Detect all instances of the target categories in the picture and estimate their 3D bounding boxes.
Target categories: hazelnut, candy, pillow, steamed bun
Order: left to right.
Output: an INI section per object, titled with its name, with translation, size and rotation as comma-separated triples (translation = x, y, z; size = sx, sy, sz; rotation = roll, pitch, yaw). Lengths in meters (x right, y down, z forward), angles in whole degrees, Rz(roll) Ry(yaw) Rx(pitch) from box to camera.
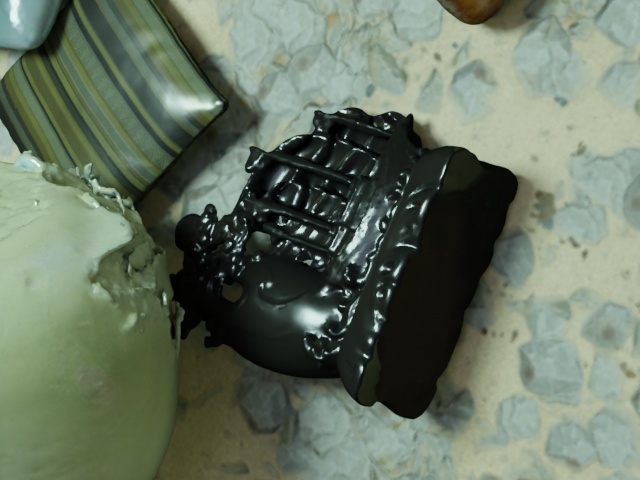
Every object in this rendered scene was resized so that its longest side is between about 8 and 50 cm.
[candy]
translation = -0.300, -0.245, 1.498
size = 0.174, 0.071, 0.138
rotation = 11, 81, 39
[steamed bun]
translation = -0.238, 0.090, 1.349
size = 0.334, 0.233, 0.312
rotation = 48, 152, 50
[pillow]
translation = -0.196, -0.125, 1.456
size = 0.212, 0.052, 0.208
rotation = -45, 63, 25
[hazelnut]
translation = 0.120, -0.216, 1.284
size = 0.086, 0.086, 0.086
rotation = -2, 86, 28

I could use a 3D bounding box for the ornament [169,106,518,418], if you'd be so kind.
[ornament]
translation = 0.000, 0.000, 1.327
size = 0.260, 0.106, 0.251
rotation = 26, 92, 36
